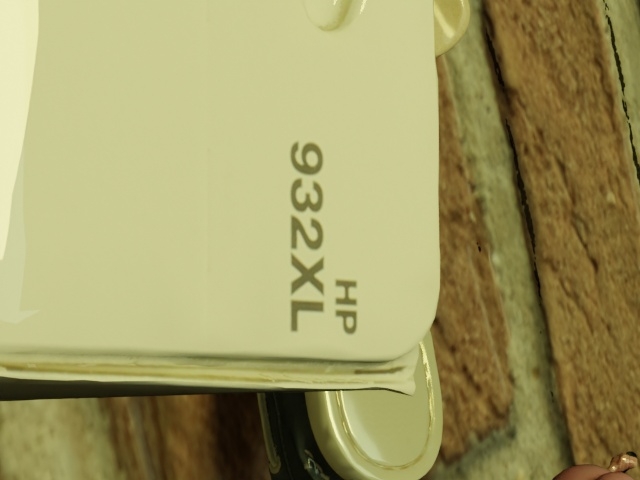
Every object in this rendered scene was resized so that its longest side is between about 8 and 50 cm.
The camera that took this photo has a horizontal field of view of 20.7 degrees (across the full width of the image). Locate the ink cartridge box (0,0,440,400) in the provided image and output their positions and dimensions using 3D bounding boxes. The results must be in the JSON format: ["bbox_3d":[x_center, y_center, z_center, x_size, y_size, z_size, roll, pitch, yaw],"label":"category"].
[{"bbox_3d":[-0.122,-0.068,0.465,0.129,0.307,0.223,5,82,-42],"label":"ink cartridge box"}]

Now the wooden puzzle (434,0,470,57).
[{"bbox_3d":[-0.041,-0.159,0.767,0.238,0.044,0.221,-30,92,-49],"label":"wooden puzzle"}]

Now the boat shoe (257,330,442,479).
[{"bbox_3d":[0.000,0.000,0.816,0.095,0.079,0.254,6,66,-39],"label":"boat shoe"}]

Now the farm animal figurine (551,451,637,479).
[{"bbox_3d":[0.030,0.240,0.777,0.330,0.172,0.327,17,84,-59],"label":"farm animal figurine"}]
